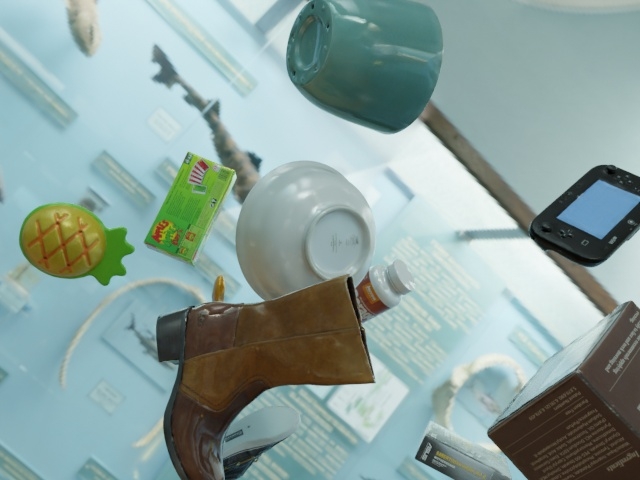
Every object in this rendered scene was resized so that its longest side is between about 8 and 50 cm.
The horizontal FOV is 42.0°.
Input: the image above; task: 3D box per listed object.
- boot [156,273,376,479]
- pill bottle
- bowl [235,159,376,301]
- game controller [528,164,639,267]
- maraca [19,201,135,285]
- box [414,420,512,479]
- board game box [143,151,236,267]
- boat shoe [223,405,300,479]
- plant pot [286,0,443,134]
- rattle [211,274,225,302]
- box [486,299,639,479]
[{"bbox_3d":[-0.063,0.196,1.102,0.280,0.264,0.096,-10,-15,11],"label":"boot"},{"bbox_3d":[0.131,0.136,2.162,0.121,0.216,0.121,42,30,-32],"label":"pill bottle"},{"bbox_3d":[0.000,0.000,1.569,0.298,0.298,0.134,48,-18,-28],"label":"bowl"},{"bbox_3d":[0.563,-0.055,1.687,0.166,0.319,0.067,23,-44,37],"label":"game controller"},{"bbox_3d":[-0.407,0.007,1.394,0.186,0.127,0.099,19,8,-16],"label":"maraca"},{"bbox_3d":[0.290,0.444,1.697,0.183,0.056,0.231,25,0,12],"label":"box"},{"bbox_3d":[-0.227,-0.055,1.464,0.092,0.181,0.043,22,-14,5],"label":"board game box"},{"bbox_3d":[-0.114,0.336,1.377,0.065,0.183,0.083,-112,-177,-47],"label":"boat shoe"},{"bbox_3d":[0.072,-0.386,1.736,0.235,0.293,0.293,8,4,-33],"label":"plant pot"},{"bbox_3d":[-0.149,0.179,1.728,0.200,0.142,0.130,26,-5,5],"label":"rattle"},{"bbox_3d":[0.335,0.214,0.932,0.203,0.168,0.167,48,-45,10],"label":"box"}]
